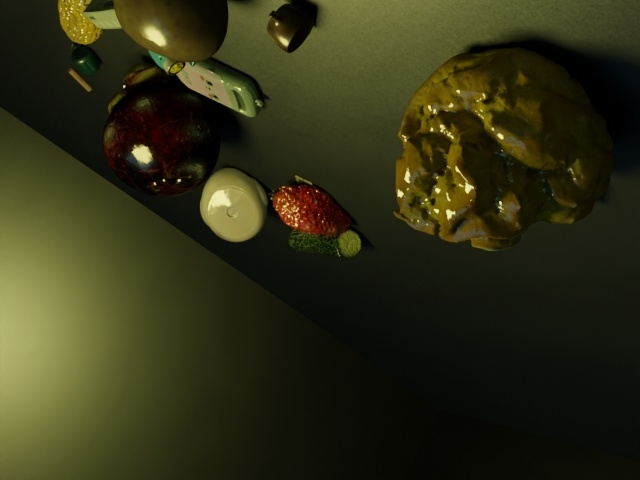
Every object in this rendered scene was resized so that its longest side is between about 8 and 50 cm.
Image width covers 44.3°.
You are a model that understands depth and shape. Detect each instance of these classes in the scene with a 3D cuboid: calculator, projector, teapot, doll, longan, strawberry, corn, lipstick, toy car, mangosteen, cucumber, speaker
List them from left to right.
[{"bbox_3d":[-0.746,-0.499,2.440,0.019,0.019,0.094,20,162,38],"label":"lipstick"},{"bbox_3d":[-0.664,-0.504,2.184,0.094,0.060,0.075,26,163,23],"label":"speaker"},{"bbox_3d":[-0.543,-0.527,1.793,0.115,0.115,0.318,35,164,-13],"label":"corn"},{"bbox_3d":[-0.407,-0.492,1.616,0.147,0.115,0.061,15,160,47],"label":"projector"},{"bbox_3d":[-0.405,-0.270,2.014,0.330,0.330,0.330,29,165,9],"label":"mangosteen"},{"bbox_3d":[-0.265,-0.424,1.415,0.220,0.196,0.196,38,166,8],"label":"longan"},{"bbox_3d":[-0.304,-0.445,1.664,0.126,0.098,0.161,52,138,13],"label":"toy car"},{"bbox_3d":[-0.236,-0.364,1.820,0.246,0.045,0.141,27,165,13],"label":"calculator"},{"bbox_3d":[-0.258,-0.114,2.453,0.221,0.221,0.251,8,130,56],"label":"doll"},{"bbox_3d":[-0.058,-0.379,1.383,0.068,0.076,0.121,40,-164,7],"label":"teapot"},{"bbox_3d":[-0.034,-0.066,2.177,0.236,0.107,0.175,15,149,5],"label":"strawberry"},{"bbox_3d":[0.000,0.000,2.429,0.096,0.096,0.359,39,166,-24],"label":"cucumber"}]

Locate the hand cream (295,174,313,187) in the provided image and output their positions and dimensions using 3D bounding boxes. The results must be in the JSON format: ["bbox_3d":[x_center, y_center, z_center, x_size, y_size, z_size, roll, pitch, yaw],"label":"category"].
[{"bbox_3d":[-0.033,-0.127,2.213,0.057,0.037,0.165,25,156,24],"label":"hand cream"}]

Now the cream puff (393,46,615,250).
[{"bbox_3d":[0.257,-0.114,1.198,0.324,0.257,0.291,32,163,27],"label":"cream puff"}]

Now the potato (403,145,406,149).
[{"bbox_3d":[0.218,-0.168,1.499,0.091,0.070,0.138,41,162,-33],"label":"potato"}]
